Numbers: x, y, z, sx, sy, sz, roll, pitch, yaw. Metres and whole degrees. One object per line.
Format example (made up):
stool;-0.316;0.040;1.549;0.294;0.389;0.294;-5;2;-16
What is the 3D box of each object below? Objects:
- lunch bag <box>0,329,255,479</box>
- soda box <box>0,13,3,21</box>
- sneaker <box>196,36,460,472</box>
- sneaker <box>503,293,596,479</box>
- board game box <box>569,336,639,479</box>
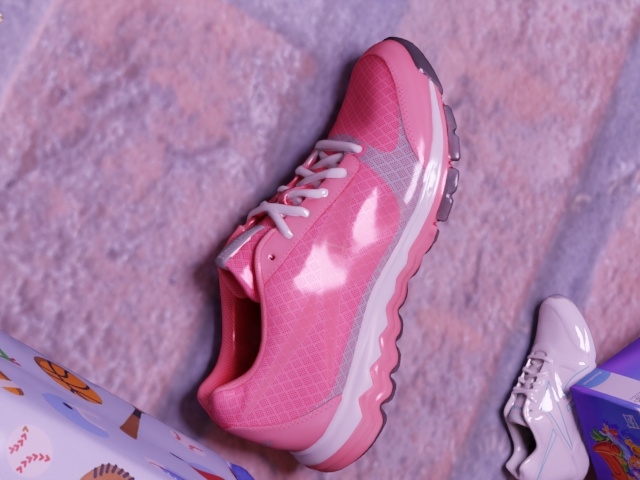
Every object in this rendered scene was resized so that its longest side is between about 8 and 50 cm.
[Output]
lunch bag;-0.235;0.265;1.053;0.328;0.239;0.385;35;92;-26
soda box;-0.255;-0.130;1.045;0.061;0.181;0.058;-45;111;-19
sneaker;0.000;0.000;1.228;0.136;0.116;0.314;16;85;-27
sneaker;0.176;0.118;1.363;0.061;0.053;0.152;-1;93;-26
board game box;0.374;0.137;1.425;0.347;0.078;0.233;-32;116;-27
